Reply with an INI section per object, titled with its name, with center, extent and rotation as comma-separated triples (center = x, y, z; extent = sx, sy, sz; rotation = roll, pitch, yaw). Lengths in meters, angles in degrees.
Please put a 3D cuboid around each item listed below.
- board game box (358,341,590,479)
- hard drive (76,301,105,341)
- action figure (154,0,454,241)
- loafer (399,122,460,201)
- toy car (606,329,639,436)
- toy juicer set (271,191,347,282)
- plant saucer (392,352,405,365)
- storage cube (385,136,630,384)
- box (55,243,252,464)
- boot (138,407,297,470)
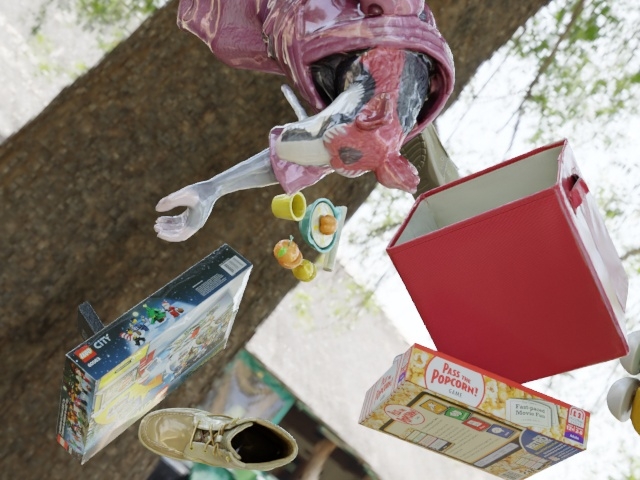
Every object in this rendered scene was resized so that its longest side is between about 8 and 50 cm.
[board game box]
center = 0.154, 0.184, 0.893
extent = 0.193, 0.045, 0.147
rotation = 22, -33, -6
[hard drive]
center = -0.378, 0.163, 1.452
extent = 0.094, 0.022, 0.135
rotation = 55, -24, 7
[action figure]
center = 0.012, -0.146, 0.618
extent = 0.370, 0.275, 0.248
rotation = -115, -148, -44
[loafer]
center = 0.208, -0.141, 1.668
extent = 0.102, 0.092, 0.269
rotation = -26, -98, 41
[toy car]
center = 0.552, 0.225, 1.352
extent = 0.159, 0.182, 0.136
rotation = 21, 19, 41
[toy juicer set]
center = 0.000, 0.000, 2.124
extent = 0.089, 0.209, 0.329
rotation = -1, -5, 31
[plant saucer]
center = 0.191, 0.238, 1.401
extent = 0.168, 0.029, 0.168
rotation = 31, 22, -15
[storage cube]
center = 0.211, 0.029, 0.943
extent = 0.215, 0.184, 0.193
rotation = -22, -77, 25
[box]
center = -0.179, 0.120, 0.937
extent = 0.044, 0.233, 0.159
rotation = 38, -45, 15
[boot]
center = -0.177, 0.337, 1.468
extent = 0.261, 0.095, 0.203
rotation = 16, -17, -8
